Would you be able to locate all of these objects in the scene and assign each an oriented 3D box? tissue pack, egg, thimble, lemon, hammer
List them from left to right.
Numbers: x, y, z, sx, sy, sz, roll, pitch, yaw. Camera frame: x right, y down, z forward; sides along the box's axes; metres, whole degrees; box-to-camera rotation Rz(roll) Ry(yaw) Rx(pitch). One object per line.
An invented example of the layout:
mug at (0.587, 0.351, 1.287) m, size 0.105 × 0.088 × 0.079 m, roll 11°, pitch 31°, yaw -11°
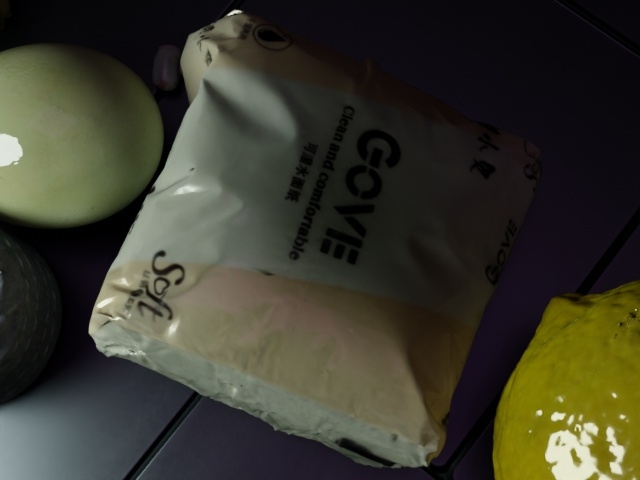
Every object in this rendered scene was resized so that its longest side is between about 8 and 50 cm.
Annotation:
thimble at (-0.385, 0.056, 1.016) m, size 0.205 × 0.172 × 0.236 m, roll -37°, pitch 77°, yaw -7°
egg at (-0.284, -0.105, 1.037) m, size 0.253 × 0.188 × 0.189 m, roll 0°, pitch 77°, yaw 16°
hammer at (-0.145, -0.189, 1.129) m, size 0.083 × 0.031 × 0.053 m, roll 6°, pitch 81°, yaw -2°
tissue pack at (0.000, 0.000, 0.988) m, size 0.390 × 0.195 × 0.376 m, roll 21°, pitch 70°, yaw -5°
lemon at (0.308, 0.197, 0.875) m, size 0.335 × 0.336 × 0.336 m, roll -1°, pitch 77°, yaw 3°

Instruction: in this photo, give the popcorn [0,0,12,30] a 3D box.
popcorn at (-0.439, -0.295, 1.068) m, size 0.225 × 0.249 × 0.249 m, roll -12°, pitch 77°, yaw -7°
